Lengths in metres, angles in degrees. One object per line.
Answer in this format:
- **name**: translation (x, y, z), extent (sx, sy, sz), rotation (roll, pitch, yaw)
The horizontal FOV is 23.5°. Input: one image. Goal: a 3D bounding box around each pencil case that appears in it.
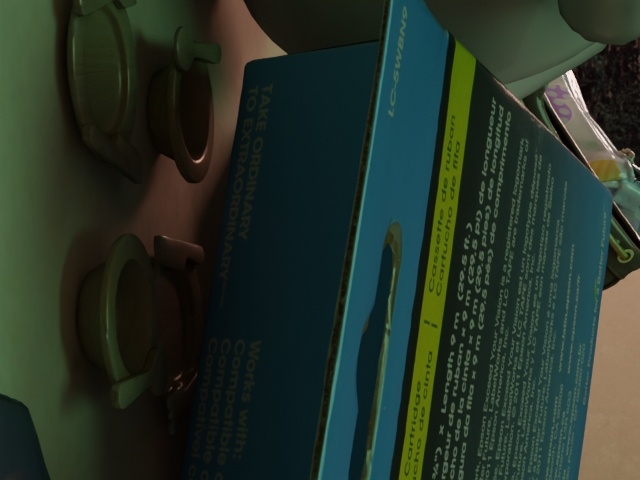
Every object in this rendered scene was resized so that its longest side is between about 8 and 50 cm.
- **pencil case**: translation (0.178, -0.094, 1.288), extent (0.124, 0.113, 0.273), rotation (-59, -146, 33)

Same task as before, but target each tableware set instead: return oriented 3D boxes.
- **tableware set**: translation (-0.059, -0.012, 0.554), extent (0.141, 0.020, 0.169), rotation (0, 89, -78)

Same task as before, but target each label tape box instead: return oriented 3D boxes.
- **label tape box**: translation (0.020, 0.057, 0.607), extent (0.333, 0.105, 0.241), rotation (27, 70, -65)

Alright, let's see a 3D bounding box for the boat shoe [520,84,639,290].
- **boat shoe**: translation (0.121, -0.102, 1.039), extent (0.116, 0.096, 0.324), rotation (-81, 146, -71)

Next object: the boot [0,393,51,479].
- **boot**: translation (-0.098, 0.082, 0.290), extent (0.106, 0.082, 0.219), rotation (69, 11, 16)

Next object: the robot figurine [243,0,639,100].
- **robot figurine**: translation (0.040, -0.201, 0.618), extent (0.300, 0.199, 0.353), rotation (46, -16, 35)
